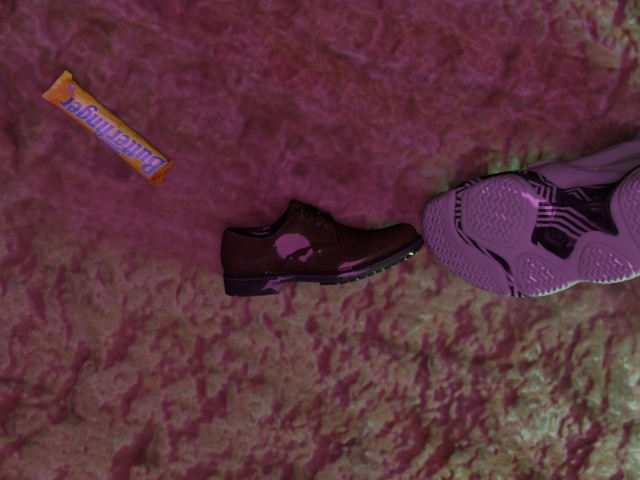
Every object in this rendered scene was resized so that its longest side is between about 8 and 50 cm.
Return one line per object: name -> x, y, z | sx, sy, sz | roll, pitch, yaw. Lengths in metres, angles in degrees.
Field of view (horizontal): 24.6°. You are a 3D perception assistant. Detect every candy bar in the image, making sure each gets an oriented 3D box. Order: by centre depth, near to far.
candy bar -> -0.230, -0.121, 1.610 | 0.161, 0.018, 0.040 | 40, 101, -11

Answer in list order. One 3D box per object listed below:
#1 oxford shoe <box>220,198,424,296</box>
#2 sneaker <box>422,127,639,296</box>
oxford shoe -> 0.000, 0.000, 1.618 | 0.227, 0.083, 0.096 | -8, 101, 0
sneaker -> 0.304, -0.041, 1.591 | 0.366, 0.210, 0.137 | -5, 108, 36
